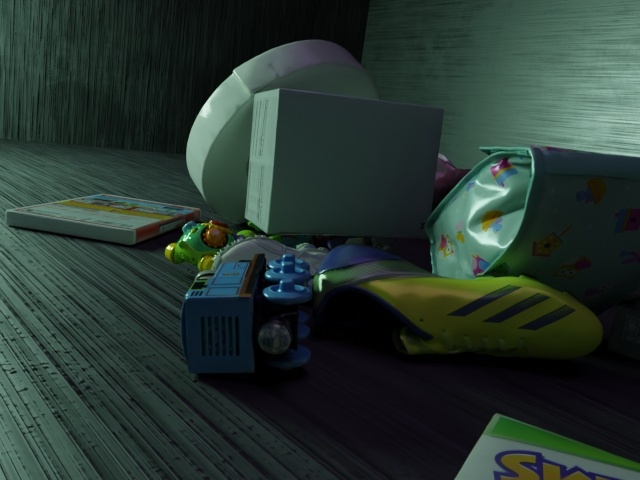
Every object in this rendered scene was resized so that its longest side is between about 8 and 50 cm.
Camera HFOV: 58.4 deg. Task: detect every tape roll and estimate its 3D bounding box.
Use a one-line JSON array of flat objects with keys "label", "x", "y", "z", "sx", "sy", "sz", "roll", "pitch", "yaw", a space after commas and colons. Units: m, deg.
[{"label": "tape roll", "x": -0.064, "y": -0.193, "z": 1.083, "sx": 0.392, "sy": 0.392, "sz": 0.072, "roll": -4, "pitch": 50, "yaw": -47}]

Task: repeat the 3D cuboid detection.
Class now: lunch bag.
[{"label": "lunch bag", "x": 0.270, "y": -0.018, "z": 0.656, "sx": 0.223, "sy": 0.160, "sz": 0.262, "roll": 4, "pitch": -31, "yaw": -11}]

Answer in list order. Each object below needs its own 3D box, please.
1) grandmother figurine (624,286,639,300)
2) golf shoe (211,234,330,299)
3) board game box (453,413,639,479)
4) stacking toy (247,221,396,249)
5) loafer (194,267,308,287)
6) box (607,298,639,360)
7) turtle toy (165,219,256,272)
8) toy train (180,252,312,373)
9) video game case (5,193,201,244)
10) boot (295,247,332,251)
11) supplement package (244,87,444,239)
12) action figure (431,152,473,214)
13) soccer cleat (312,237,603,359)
[{"label": "grandmother figurine", "x": 0.581, "y": 0.045, "z": 1.011, "sx": 0.207, "sy": 0.104, "sz": 0.342, "roll": 6, "pitch": 4, "yaw": 41}, {"label": "golf shoe", "x": -0.040, "y": 0.038, "z": 0.676, "sx": 0.176, "sy": 0.069, "sz": 0.086, "roll": -1, "pitch": 20, "yaw": -34}, {"label": "board game box", "x": 0.117, "y": 0.152, "z": 0.267, "sx": 0.124, "sy": 0.039, "sz": 0.259, "roll": 14, "pitch": 9, "yaw": 27}, {"label": "stacking toy", "x": 0.000, "y": 0.000, "z": 0.956, "sx": 0.221, "sy": 0.052, "sz": 0.167, "roll": 3, "pitch": 10, "yaw": -17}, {"label": "loafer", "x": -0.076, "y": 0.057, "z": 0.622, "sx": 0.125, "sy": 0.045, "sz": 0.039, "roll": 1, "pitch": 28, "yaw": -3}, {"label": "box", "x": 0.469, "y": 0.121, "z": 0.625, "sx": 0.183, "sy": 0.056, "sz": 0.231, "roll": -3, "pitch": 15, "yaw": -44}, {"label": "turtle toy", "x": -0.126, "y": 0.011, "z": 0.726, "sx": 0.095, "sy": 0.066, "sz": 0.130, "roll": 15, "pitch": -1, "yaw": 39}, {"label": "toy train", "x": -0.061, "y": 0.058, "z": 0.515, "sx": 0.105, "sy": 0.080, "sz": 0.184, "roll": 1, "pitch": 11, "yaw": -3}, {"label": "video game case", "x": -0.347, "y": -0.042, "z": 0.970, "sx": 0.204, "sy": 0.025, "sz": 0.285, "roll": 9, "pitch": 11, "yaw": 7}, {"label": "boot", "x": 0.023, "y": 0.034, "z": 0.791, "sx": 0.099, "sy": 0.045, "sz": 0.121, "roll": 6, "pitch": 3, "yaw": -25}, {"label": "supplement package", "x": 0.032, "y": -0.116, "z": 0.889, "sx": 0.261, "sy": 0.204, "sz": 0.145, "roll": 2, "pitch": 11, "yaw": -21}, {"label": "action figure", "x": 0.327, "y": -0.114, "z": 1.260, "sx": 0.370, "sy": 0.276, "sz": 0.248, "roll": -1, "pitch": -4, "yaw": 41}, {"label": "soccer cleat", "x": 0.129, "y": 0.082, "z": 0.573, "sx": 0.289, "sy": 0.093, "sz": 0.121, "roll": 14, "pitch": 42, "yaw": 9}]
